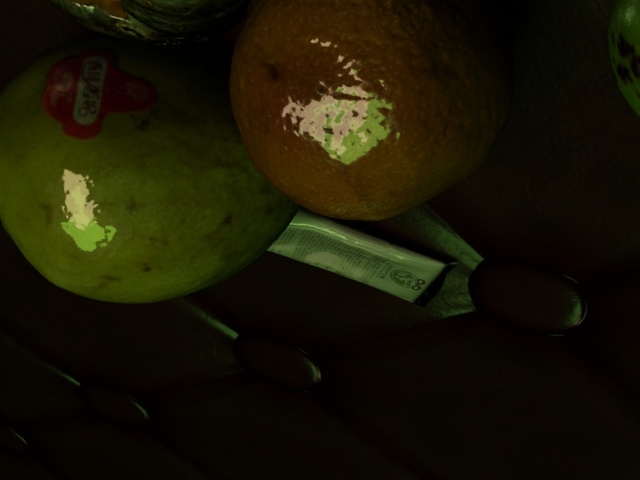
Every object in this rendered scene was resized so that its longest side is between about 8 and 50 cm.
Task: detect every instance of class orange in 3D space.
[{"bbox_3d":[0.047,-0.137,0.977,0.264,0.264,0.264,16,146,12],"label":"orange"}]

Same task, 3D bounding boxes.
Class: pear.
[{"bbox_3d":[-0.174,-0.075,1.188,0.375,0.287,0.287,-2,146,-8],"label":"pear"}]

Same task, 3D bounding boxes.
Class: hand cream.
[{"bbox_3d":[0.000,0.000,1.366,0.336,0.076,0.121,21,152,-7],"label":"hand cream"}]

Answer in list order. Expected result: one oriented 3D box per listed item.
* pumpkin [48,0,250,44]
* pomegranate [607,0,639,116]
[{"bbox_3d":[-0.170,-0.303,0.896,0.320,0.192,0.320,31,158,14],"label":"pumpkin"},{"bbox_3d":[0.305,-0.186,0.823,0.263,0.211,0.211,62,150,17],"label":"pomegranate"}]
